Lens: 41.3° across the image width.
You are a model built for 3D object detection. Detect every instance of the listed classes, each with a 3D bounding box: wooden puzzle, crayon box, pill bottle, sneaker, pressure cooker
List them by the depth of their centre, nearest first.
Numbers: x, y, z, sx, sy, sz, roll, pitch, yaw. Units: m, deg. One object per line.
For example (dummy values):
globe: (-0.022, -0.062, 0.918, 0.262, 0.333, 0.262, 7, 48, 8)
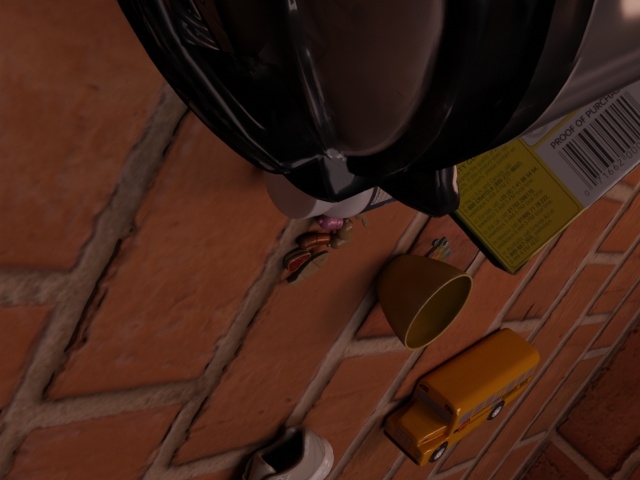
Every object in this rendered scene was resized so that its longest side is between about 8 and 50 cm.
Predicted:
pressure cooker: (0.070, -0.240, 0.447, 0.420, 0.370, 0.375, -27, 170, -20)
crayon box: (0.139, -0.153, 0.777, 0.202, 0.318, 0.081, -41, -176, 3)
pill bottle: (0.034, -0.081, 0.872, 0.180, 0.108, 0.108, -19, 139, -40)
sneaker: (-0.097, 0.375, 1.265, 0.262, 0.099, 0.121, -48, 144, -16)
wooden puzzle: (0.176, 0.024, 1.287, 0.049, 0.006, 0.083, -43, 150, -10)

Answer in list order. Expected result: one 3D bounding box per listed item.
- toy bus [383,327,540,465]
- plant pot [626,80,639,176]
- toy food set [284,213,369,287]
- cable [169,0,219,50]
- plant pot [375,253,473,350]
toy bus: (0.275, 0.297, 1.635, 0.333, 0.108, 0.130, -23, 141, -37)
plant pot: (0.325, -0.176, 1.066, 0.284, 0.191, 0.284, -33, 148, -24)
toy food set: (0.000, 0.000, 1.015, 0.122, 0.019, 0.078, -38, 149, -3)
cable: (-0.048, -0.228, 0.665, 0.151, 0.047, 0.184, 7, 115, -47)
plant pot: (0.134, 0.074, 1.199, 0.134, 0.095, 0.134, -34, 148, -25)
